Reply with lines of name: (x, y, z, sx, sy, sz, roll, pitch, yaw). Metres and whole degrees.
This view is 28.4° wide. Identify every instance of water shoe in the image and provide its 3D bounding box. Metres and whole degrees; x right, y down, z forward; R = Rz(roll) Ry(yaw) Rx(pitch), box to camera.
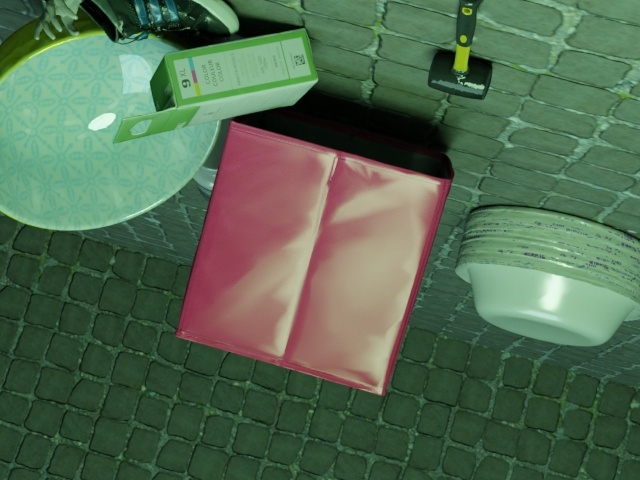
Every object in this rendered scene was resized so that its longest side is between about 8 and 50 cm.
water shoe: (-0.184, -0.230, 1.279, 0.203, 0.080, 0.073, 19, 169, -17)

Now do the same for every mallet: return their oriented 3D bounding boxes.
mallet: (0.144, -0.182, 1.191, 0.062, 0.039, 0.189, 17, 165, 1)

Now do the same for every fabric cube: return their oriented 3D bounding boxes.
fabric cube: (0.000, 0.000, 1.511, 0.259, 0.258, 0.254, 15, -169, 2)

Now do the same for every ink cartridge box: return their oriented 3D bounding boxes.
ink cartridge box: (-0.118, -0.162, 1.323, 0.209, 0.062, 0.109, -14, 177, -17)

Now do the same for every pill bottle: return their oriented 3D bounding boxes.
pill bottle: (-0.128, -0.111, 1.729, 0.108, 0.108, 0.180, 15, 168, 6)

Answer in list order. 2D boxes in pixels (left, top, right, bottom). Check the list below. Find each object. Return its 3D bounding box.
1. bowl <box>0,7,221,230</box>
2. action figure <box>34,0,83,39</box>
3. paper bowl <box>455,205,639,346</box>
bowl: (-0.271, -0.167, 1.441, 0.289, 0.289, 0.156, 28, -153, -47)
action figure: (-0.225, -0.252, 1.085, 0.276, 0.141, 0.164, 15, 158, 14)
paper bowl: (0.336, 0.062, 1.840, 0.284, 0.148, 0.284, 14, 168, 3)
